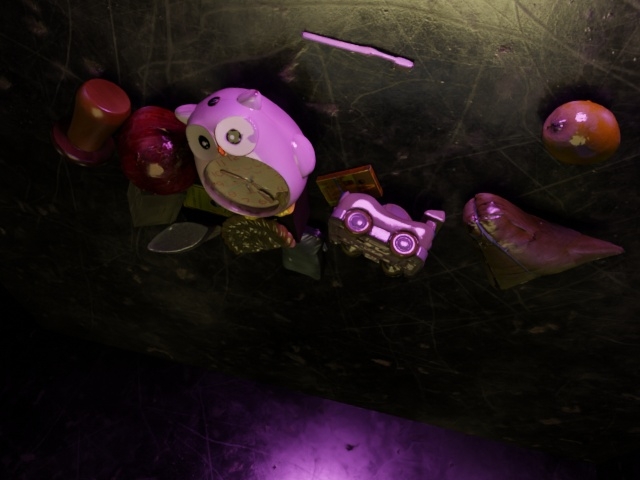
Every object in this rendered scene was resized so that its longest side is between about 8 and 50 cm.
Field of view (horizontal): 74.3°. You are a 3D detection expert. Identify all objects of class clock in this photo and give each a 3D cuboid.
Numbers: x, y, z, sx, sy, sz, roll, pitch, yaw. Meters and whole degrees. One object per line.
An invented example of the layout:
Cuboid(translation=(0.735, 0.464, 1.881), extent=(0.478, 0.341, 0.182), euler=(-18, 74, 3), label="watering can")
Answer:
Cuboid(translation=(-0.209, -0.271, 1.237), extent=(0.369, 0.250, 0.376), euler=(-5, 143, 21), label="clock")

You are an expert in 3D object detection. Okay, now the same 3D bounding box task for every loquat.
Cuboid(translation=(0.648, -0.259, 1.046), extent=(0.195, 0.151, 0.152), euler=(19, 141, -16), label="loquat")

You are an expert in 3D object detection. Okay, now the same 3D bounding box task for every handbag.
Cuboid(translation=(-0.075, 0.040, 1.684), extent=(0.192, 0.074, 0.332), euler=(20, 146, 14), label="handbag")

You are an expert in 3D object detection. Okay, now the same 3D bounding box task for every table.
Cuboid(translation=(-0.155, -0.114, 1.465), extent=(0.194, 0.169, 0.172), euler=(6, 139, 14), label="table")

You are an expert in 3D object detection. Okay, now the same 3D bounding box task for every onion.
Cuboid(translation=(-0.486, -0.275, 1.312), extent=(0.277, 0.276, 0.276), euler=(10, 140, 8), label="onion")

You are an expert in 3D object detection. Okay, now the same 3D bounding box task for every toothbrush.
Cuboid(translation=(0.093, -0.480, 1.063), extent=(0.295, 0.026, 0.028), euler=(18, 156, -2), label="toothbrush")

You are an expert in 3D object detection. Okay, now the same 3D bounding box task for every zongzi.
Cuboid(translation=(0.656, -0.030, 1.287), extent=(0.393, 0.174, 0.356), euler=(-19, 126, 34), label="zongzi")

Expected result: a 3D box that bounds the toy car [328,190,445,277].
Cuboid(translation=(0.214, -0.043, 1.417), extent=(0.336, 0.226, 0.242), euler=(27, 161, 12), label="toy car")

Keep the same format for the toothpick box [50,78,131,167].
Cuboid(translation=(-0.734, -0.369, 1.357), extent=(0.192, 0.192, 0.294), euler=(36, 131, -22), label="toothpick box")

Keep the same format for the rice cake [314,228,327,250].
Cuboid(translation=(0.000, 0.000, 1.661), extent=(0.022, 0.021, 0.121), euler=(6, 141, 28), label="rice cake")

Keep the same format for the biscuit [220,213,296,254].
Cuboid(translation=(-0.236, -0.023, 1.439), extent=(0.274, 0.036, 0.187), euler=(-9, 135, 29), label="biscuit")

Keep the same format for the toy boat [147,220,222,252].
Cuboid(translation=(-0.513, -0.019, 1.694), extent=(0.276, 0.293, 0.111), euler=(-19, 90, 17), label="toy boat")

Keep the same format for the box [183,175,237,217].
Cuboid(translation=(-0.401, -0.164, 1.574), extent=(0.220, 0.064, 0.140), euler=(14, 139, 0), label="box")

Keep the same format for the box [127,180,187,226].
Cuboid(translation=(-0.589, -0.165, 1.511), extent=(0.149, 0.155, 0.231), euler=(-7, 160, -33), label="box")

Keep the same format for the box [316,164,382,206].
Cuboid(translation=(0.098, -0.180, 1.411), extent=(0.193, 0.030, 0.121), euler=(-8, 135, 28), label="box")
